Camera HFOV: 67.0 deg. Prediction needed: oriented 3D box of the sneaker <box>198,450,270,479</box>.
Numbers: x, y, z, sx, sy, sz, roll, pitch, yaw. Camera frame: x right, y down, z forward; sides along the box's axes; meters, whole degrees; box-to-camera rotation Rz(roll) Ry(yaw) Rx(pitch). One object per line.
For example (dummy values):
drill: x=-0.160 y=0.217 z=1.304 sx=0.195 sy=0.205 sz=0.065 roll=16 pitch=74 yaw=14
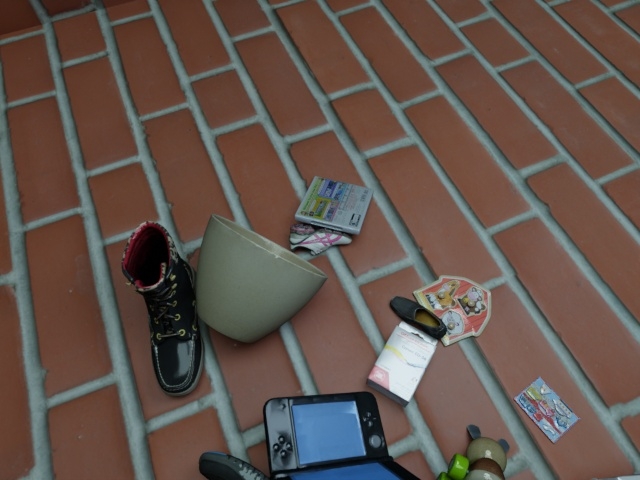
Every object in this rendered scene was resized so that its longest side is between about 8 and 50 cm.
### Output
sneaker: x=-0.136 y=0.577 z=1.031 sx=0.341 sy=0.125 sz=0.140 roll=26 pitch=65 yaw=16

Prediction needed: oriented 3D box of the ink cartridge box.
ink cartridge box: x=0.212 y=0.298 z=1.219 sx=0.115 sy=0.067 sz=0.198 roll=27 pitch=63 yaw=16

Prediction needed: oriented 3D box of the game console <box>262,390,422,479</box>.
game console: x=0.049 y=0.434 z=1.027 sx=0.293 sy=0.173 sz=0.250 roll=5 pitch=56 yaw=-26

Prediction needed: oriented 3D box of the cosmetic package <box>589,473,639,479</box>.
cosmetic package: x=0.759 y=0.554 z=0.988 sx=0.365 sy=0.197 sz=0.155 roll=-5 pitch=61 yaw=0

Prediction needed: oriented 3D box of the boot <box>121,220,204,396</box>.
boot: x=-0.380 y=0.163 z=1.182 sx=0.138 sy=0.284 sz=0.377 roll=-5 pitch=59 yaw=-2

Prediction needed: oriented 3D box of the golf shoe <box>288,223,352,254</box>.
golf shoe: x=0.000 y=0.000 z=1.408 sx=0.186 sy=0.067 sz=0.086 roll=4 pitch=101 yaw=-8

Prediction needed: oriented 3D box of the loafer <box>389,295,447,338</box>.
loafer: x=0.256 y=0.191 z=1.275 sx=0.170 sy=0.061 sz=0.062 roll=28 pitch=70 yaw=28

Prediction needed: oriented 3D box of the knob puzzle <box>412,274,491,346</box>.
knob puzzle: x=0.378 y=0.172 z=1.311 sx=0.213 sy=0.030 sz=0.213 roll=-1 pitch=59 yaw=1

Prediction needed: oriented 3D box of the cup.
cup: x=-0.182 y=0.113 z=1.221 sx=0.331 sy=0.331 sz=0.237 roll=30 pitch=91 yaw=17

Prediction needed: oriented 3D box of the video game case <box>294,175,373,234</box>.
video game case: x=0.045 y=-0.109 z=1.449 sx=0.193 sy=0.023 sz=0.212 roll=14 pitch=43 yaw=9

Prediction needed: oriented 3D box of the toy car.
toy car: x=0.363 y=0.504 z=1.087 sx=0.155 sy=0.149 sz=0.188 roll=25 pitch=35 yaw=11

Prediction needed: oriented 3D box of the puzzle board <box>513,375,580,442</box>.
puzzle board: x=0.552 y=0.410 z=1.180 sx=0.096 sy=0.011 sz=0.128 roll=-32 pitch=65 yaw=-16
